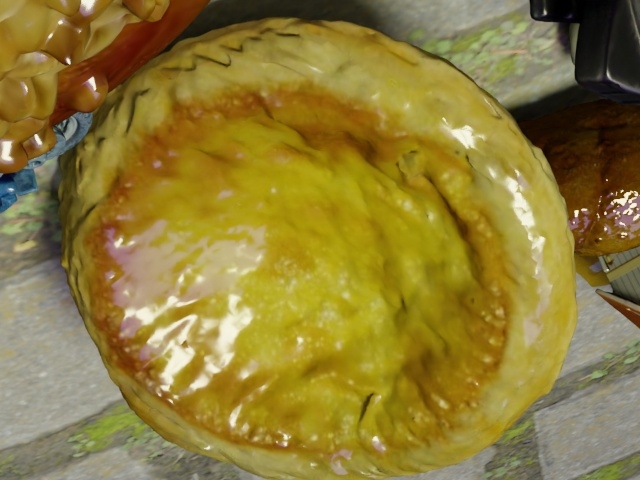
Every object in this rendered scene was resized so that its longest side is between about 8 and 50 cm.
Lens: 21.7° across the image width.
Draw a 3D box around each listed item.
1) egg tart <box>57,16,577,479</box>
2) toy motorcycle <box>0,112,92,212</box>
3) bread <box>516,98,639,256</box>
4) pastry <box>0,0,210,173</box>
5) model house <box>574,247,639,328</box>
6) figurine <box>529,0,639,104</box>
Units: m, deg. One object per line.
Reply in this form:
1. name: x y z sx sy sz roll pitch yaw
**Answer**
1. egg tart: 0.000 0.000 0.963 0.319 0.128 0.319 8 123 13
2. toy motorcycle: -0.223 -0.049 0.818 0.135 0.092 0.254 -30 161 30
3. bread: 0.198 -0.052 1.063 0.344 0.124 0.084 -15 133 3
4. pastry: -0.171 -0.156 0.512 0.409 0.245 0.409 -16 152 -9
5. model house: 0.281 0.014 1.227 0.207 0.136 0.219 -30 150 16
6. figurine: 0.252 -0.147 0.924 0.308 0.143 0.308 -15 161 -5
